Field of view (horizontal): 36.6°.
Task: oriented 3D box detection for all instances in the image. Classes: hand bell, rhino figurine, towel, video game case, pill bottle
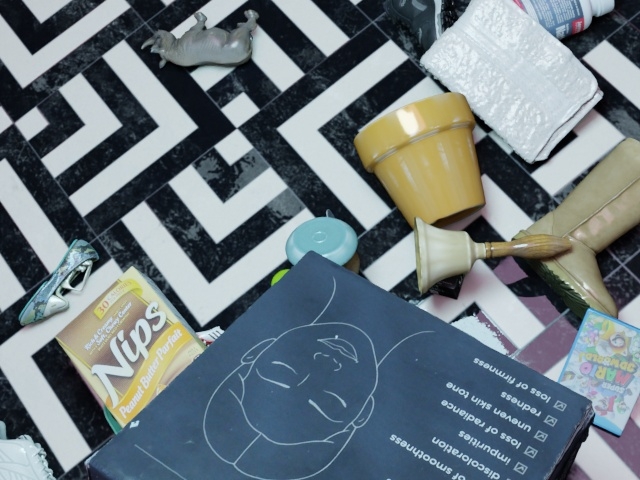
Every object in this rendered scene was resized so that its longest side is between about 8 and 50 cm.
[{"bbox_3d":[0.274,0.017,1.535,0.242,0.126,0.126,-3,68,2],"label":"hand bell"},{"bbox_3d":[-0.239,-0.386,1.885,0.243,0.073,0.106,0,66,14],"label":"rhino figurine"},{"bbox_3d":[0.330,-0.284,1.667,0.282,0.049,0.187,42,97,3],"label":"towel"},{"bbox_3d":[0.438,0.202,1.489,0.119,0.015,0.166,24,107,19],"label":"video game case"},{"bbox_3d":[0.425,-0.415,1.732,0.180,0.108,0.108,-22,66,3],"label":"pill bottle"}]

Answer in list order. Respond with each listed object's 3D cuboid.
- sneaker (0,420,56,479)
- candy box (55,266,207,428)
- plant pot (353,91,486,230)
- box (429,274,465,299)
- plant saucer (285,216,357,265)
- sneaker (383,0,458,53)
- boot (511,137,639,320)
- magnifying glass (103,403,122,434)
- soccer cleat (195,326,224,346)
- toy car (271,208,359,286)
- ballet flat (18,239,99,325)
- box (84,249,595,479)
[{"bbox_3d":[-0.494,0.398,1.615,0.292,0.110,0.118,28,68,20],"label":"sneaker"},{"bbox_3d":[-0.279,0.218,1.619,0.183,0.087,0.316,-42,66,-4],"label":"candy box"},{"bbox_3d":[0.184,-0.120,1.631,0.205,0.205,0.188,-22,81,3],"label":"plant pot"},{"bbox_3d":[0.215,0.047,1.619,0.052,0.062,0.083,15,73,19],"label":"box"},{"bbox_3d":[0.000,0.000,1.562,0.119,0.021,0.119,-5,46,5],"label":"plant saucer"},{"bbox_3d":[0.185,-0.418,1.806,0.124,0.107,0.283,-15,63,24],"label":"sneaker"},{"bbox_3d":[0.482,-0.013,1.572,0.269,0.089,0.236,-37,66,-5],"label":"boot"},{"bbox_3d":[-0.317,0.339,1.639,0.092,0.026,0.231,-14,67,7],"label":"magnifying glass"},{"bbox_3d":[-0.188,0.166,1.680,0.083,0.029,0.035,3,57,13],"label":"soccer cleat"},{"bbox_3d":[0.006,0.048,1.623,0.149,0.155,0.188,2,60,13],"label":"toy car"},{"bbox_3d":[-0.470,0.086,1.755,0.070,0.070,0.188,30,81,21],"label":"ballet flat"},{"bbox_3d":[0.030,0.337,1.305,0.480,0.297,0.472,28,47,22],"label":"box"}]
